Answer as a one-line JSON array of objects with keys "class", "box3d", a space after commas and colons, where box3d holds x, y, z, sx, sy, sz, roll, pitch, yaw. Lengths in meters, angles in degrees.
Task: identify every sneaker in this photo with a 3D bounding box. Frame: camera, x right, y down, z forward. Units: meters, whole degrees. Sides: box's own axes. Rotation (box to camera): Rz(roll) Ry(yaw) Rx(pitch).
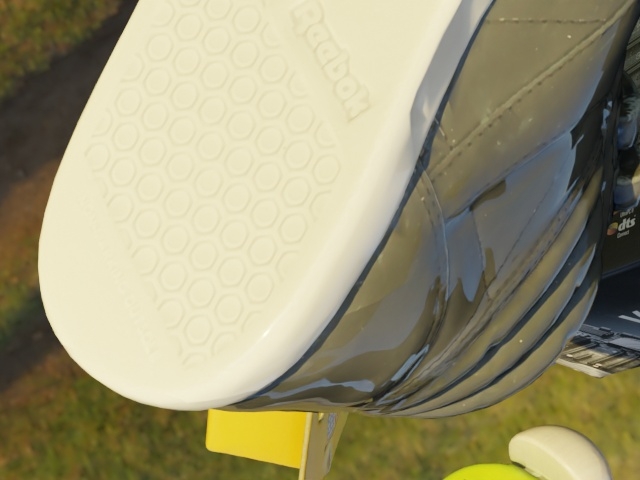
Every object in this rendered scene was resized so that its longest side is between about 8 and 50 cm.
[{"class": "sneaker", "box3d": [0.054, -0.080, 0.408, 0.296, 0.104, 0.147, -58, 152, -1]}]

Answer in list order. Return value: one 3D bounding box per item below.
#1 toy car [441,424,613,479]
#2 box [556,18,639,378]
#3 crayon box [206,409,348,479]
[{"class": "toy car", "box3d": [0.138, 0.215, 0.966, 0.159, 0.182, 0.136, -39, 144, -20]}, {"class": "box", "box3d": [0.179, -0.096, 0.575, 0.076, 0.242, 0.307, 22, 159, -20]}, {"class": "crayon box", "box3d": [0.000, 0.000, 1.003, 0.318, 0.081, 0.202, -64, 163, -62]}]
